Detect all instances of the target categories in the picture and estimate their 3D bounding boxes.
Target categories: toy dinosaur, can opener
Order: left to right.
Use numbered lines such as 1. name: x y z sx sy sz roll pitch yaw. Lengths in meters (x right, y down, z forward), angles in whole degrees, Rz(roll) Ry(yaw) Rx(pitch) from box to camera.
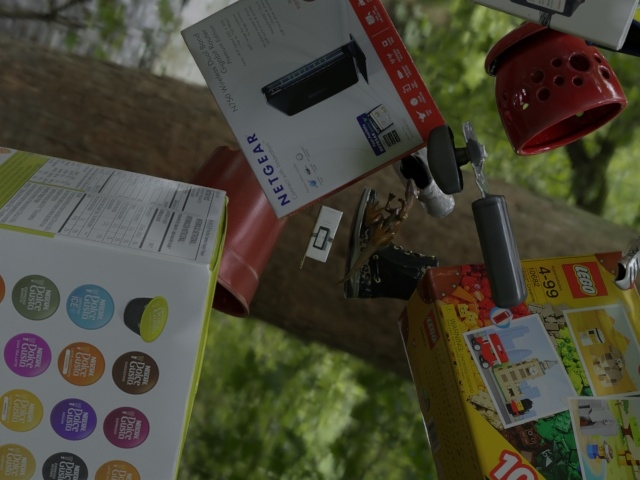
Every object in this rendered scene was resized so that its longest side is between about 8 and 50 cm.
1. toy dinosaur: 0.094 -0.006 1.720 0.211 0.064 0.112 -50 157 -2
2. can opener: 0.228 -0.036 1.612 0.076 0.095 0.283 -9 87 -72

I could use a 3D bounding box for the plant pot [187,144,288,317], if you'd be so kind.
1. plant pot: -0.195 -0.029 2.187 0.265 0.272 0.272 -59 166 -18

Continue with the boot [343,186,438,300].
1. boot: 0.145 0.017 2.185 0.085 0.178 0.236 107 -8 -69

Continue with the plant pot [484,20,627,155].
1. plant pot: 0.362 -0.248 1.725 0.191 0.174 0.191 -20 165 -6

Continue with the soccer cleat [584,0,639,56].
1. soccer cleat: 0.506 -0.277 1.521 0.093 0.289 0.121 90 19 -47

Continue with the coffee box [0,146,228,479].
1. coffee box: -0.307 0.107 1.328 0.338 0.334 0.338 -97 -161 -74

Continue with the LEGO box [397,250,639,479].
1. LEGO box: 0.377 0.291 1.786 0.193 0.372 0.500 111 -30 -57

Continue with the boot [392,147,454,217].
1. boot: 0.211 -0.168 2.448 0.095 0.258 0.123 -37 137 5

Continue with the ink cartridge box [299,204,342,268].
1. ink cartridge box: 0.000 0.000 1.366 0.048 0.028 0.083 180 -71 -87

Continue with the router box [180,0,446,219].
1. router box: -0.009 -0.244 1.718 0.301 0.335 0.082 -28 178 0

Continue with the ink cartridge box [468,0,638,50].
1. ink cartridge box: 0.293 -0.348 1.413 0.172 0.237 0.100 -60 169 -60

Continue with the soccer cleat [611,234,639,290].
1. soccer cleat: 0.427 0.028 1.501 0.029 0.035 0.083 22 -92 58
